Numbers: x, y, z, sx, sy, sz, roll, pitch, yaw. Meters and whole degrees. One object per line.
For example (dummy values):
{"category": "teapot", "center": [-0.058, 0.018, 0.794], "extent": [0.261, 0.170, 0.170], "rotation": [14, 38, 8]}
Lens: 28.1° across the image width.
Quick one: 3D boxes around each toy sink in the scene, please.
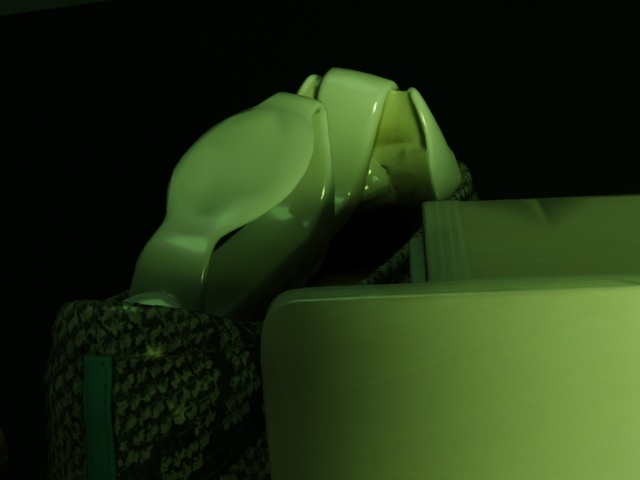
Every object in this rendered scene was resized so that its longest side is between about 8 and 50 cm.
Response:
{"category": "toy sink", "center": [0.100, 0.068, 0.555], "extent": [0.234, 0.153, 0.131], "rotation": [-3, 19, 4]}

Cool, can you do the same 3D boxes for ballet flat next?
{"category": "ballet flat", "center": [0.000, 0.000, 0.725], "extent": [0.164, 0.182, 0.483], "rotation": [3, 19, 21]}

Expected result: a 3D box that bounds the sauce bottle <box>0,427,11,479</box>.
{"category": "sauce bottle", "center": [-0.217, 0.121, 0.627], "extent": [0.128, 0.042, 0.042], "rotation": [-16, 22, -35]}
